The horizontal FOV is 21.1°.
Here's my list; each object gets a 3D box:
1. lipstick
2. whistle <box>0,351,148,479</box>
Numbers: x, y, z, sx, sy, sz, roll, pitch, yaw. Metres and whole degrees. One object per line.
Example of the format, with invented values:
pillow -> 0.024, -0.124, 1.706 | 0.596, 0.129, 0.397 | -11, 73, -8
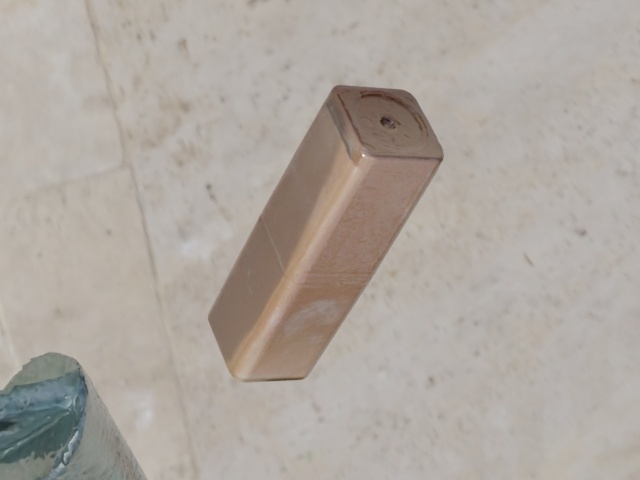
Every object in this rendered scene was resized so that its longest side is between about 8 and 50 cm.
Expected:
lipstick -> 0.000, 0.000, 0.736 | 0.045, 0.045, 0.145 | -1, 140, -32
whistle -> -0.113, 0.129, 0.846 | 0.062, 0.062, 0.312 | -20, 155, -4
